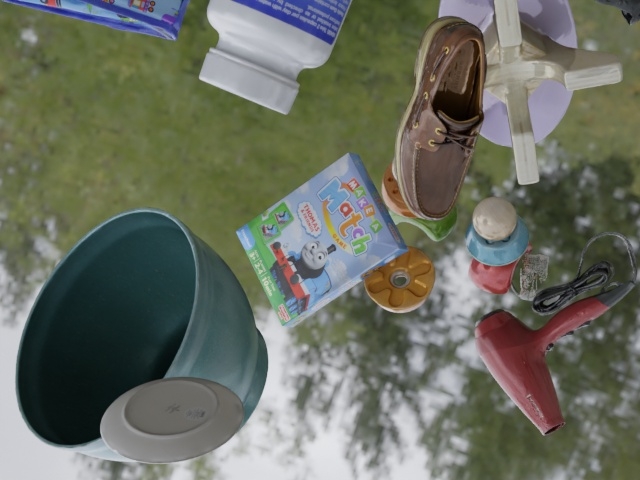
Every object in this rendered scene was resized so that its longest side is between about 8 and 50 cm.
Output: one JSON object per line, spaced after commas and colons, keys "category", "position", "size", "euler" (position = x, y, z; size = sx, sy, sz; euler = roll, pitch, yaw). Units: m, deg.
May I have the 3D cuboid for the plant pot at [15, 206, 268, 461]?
{"category": "plant pot", "position": [-0.186, 0.135, 1.708], "size": [0.196, 0.293, 0.293], "euler": [34, -176, -42]}

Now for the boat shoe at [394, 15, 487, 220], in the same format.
{"category": "boat shoe", "position": [0.106, -0.100, 1.248], "size": [0.064, 0.178, 0.060], "euler": [4, -164, -17]}

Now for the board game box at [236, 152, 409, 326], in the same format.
{"category": "board game box", "position": [0.000, 0.000, 2.052], "size": [0.039, 0.211, 0.160], "euler": [9, -130, -62]}

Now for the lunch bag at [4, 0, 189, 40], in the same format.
{"category": "lunch bag", "position": [-0.294, -0.425, 2.081], "size": [0.293, 0.221, 0.138], "euler": [15, 171, -3]}

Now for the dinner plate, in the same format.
{"category": "dinner plate", "position": [-0.145, 0.169, 1.425], "size": [0.141, 0.017, 0.141], "euler": [-3, -150, 1]}

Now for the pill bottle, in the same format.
{"category": "pill bottle", "position": [-0.038, -0.289, 1.660], "size": [0.152, 0.272, 0.152], "euler": [23, -177, -1]}

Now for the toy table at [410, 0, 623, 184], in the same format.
{"category": "toy table", "position": [0.234, -0.218, 1.803], "size": [0.252, 0.274, 0.161], "euler": [-19, -155, 11]}

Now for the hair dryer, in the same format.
{"category": "hair dryer", "position": [0.319, 0.127, 2.057], "size": [0.223, 0.294, 0.080], "euler": [5, 180, 38]}

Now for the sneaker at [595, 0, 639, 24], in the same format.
{"category": "sneaker", "position": [0.344, -0.262, 1.524], "size": [0.170, 0.089, 0.051], "euler": [24, -164, -11]}

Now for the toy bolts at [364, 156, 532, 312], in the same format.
{"category": "toy bolts", "position": [0.170, -0.009, 2.017], "size": [0.228, 0.218, 0.158], "euler": [18, 156, 19]}
